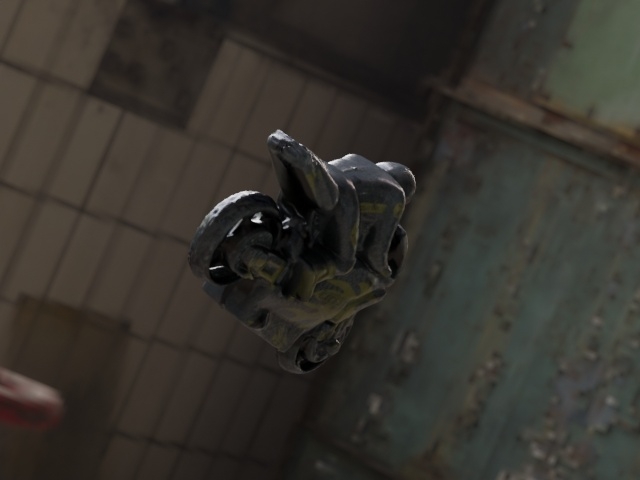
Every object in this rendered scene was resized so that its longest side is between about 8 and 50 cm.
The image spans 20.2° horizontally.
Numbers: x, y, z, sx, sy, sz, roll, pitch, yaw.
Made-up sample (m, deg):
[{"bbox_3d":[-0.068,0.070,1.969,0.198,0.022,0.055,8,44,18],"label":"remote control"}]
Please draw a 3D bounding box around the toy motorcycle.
[{"bbox_3d":[0.000,0.000,0.941,0.061,0.124,0.193,39,-7,28],"label":"toy motorcycle"}]
